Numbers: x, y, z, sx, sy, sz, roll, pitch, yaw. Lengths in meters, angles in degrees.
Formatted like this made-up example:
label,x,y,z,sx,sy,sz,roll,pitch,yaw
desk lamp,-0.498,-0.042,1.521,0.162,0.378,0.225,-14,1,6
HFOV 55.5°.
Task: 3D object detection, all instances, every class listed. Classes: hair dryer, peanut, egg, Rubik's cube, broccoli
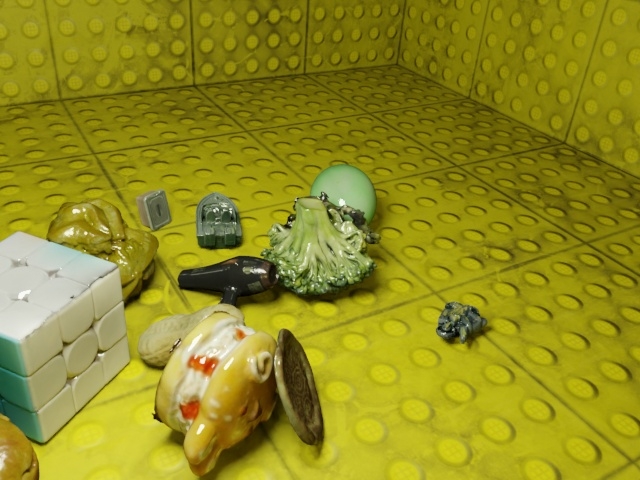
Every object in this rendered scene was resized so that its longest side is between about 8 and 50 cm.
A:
label,x,y,z,sx,sy,sz,roll,pitch,yaw
hair dryer,-0.285,0.181,1.576,0.304,0.120,0.359,-4,43,21
peanut,-0.301,0.220,1.437,0.275,0.111,0.125,-16,14,14
egg,0.075,-0.132,2.001,0.221,0.220,0.269,1,36,-5
Rubik's cube,-0.626,0.198,1.318,0.291,0.291,0.291,17,35,17
broccoli,-0.001,0.021,1.748,0.324,0.272,0.334,17,32,-17

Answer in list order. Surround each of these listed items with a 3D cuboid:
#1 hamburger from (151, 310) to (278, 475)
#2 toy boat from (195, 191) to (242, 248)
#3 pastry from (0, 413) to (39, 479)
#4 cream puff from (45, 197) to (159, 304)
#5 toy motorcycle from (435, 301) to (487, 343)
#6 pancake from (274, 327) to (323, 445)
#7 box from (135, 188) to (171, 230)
label,x,y,z,sx,sy,sz,roll,pitch,yaw
hamburger,-0.201,0.307,1.237,0.186,0.260,0.303,26,41,24
toy boat,-0.337,-0.079,1.986,0.141,0.092,0.319,-1,31,-12
pastry,-0.681,0.429,1.066,0.356,0.163,0.356,6,32,-4
cream puff,-0.585,0.020,1.634,0.270,0.274,0.323,-5,35,3
toy motorcycle,0.382,0.219,1.630,0.124,0.061,0.193,8,23,19
pancake,-0.047,0.305,1.292,0.031,0.250,0.250,-20,31,10
box,-0.546,-0.103,1.979,0.062,0.122,0.089,11,31,32
